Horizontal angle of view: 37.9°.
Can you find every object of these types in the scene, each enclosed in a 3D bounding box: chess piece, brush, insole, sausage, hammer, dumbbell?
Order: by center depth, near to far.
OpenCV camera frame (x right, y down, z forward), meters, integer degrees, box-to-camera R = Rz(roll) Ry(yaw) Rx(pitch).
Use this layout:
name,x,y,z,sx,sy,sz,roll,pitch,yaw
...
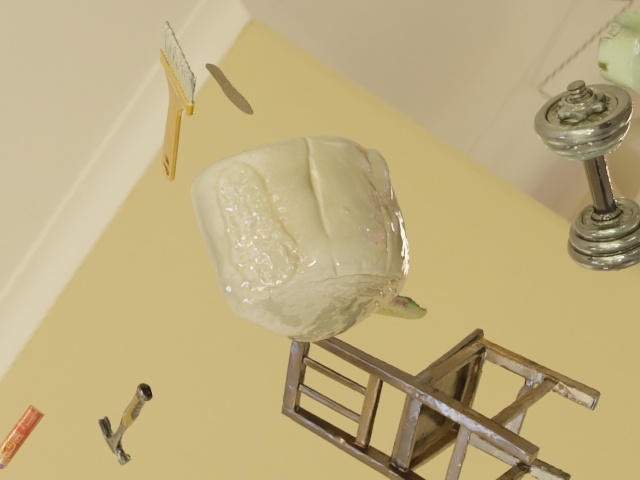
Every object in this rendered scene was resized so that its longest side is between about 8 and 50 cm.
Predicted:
name,x,y,z,sx,sy,sz,roll,pitch,yaw
brush,-0.200,-0.167,1.267,0.013,0.103,0.272,-16,-28,-22
chess piece,0.568,-0.252,1.386,0.194,0.299,0.194,-21,-54,-32
hammer,-0.292,0.266,1.400,0.021,0.078,0.201,-25,-21,-40
insole,-0.157,-0.260,1.607,0.002,0.045,0.135,-62,-39,-21
sausage,-0.555,0.362,1.693,0.129,0.034,0.034,-55,-25,-13
dumbbell,0.519,-0.114,1.742,0.179,0.179,0.406,-39,-57,-27

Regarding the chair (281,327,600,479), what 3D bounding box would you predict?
name,x,y,z,sx,sy,sz,roll,pitch,yaw
chair,0.178,0.256,1.457,0.240,0.416,0.203,-22,-49,-47

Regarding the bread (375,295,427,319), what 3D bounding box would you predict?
name,x,y,z,sx,sy,sz,roll,pitch,yaw
bread,0.075,0.101,1.621,0.228,0.228,0.033,32,-107,-64

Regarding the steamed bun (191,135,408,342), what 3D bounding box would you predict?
name,x,y,z,sx,sy,sz,roll,pitch,yaw
steamed bun,0.004,-0.001,1.246,0.236,0.247,0.383,-21,-16,10
